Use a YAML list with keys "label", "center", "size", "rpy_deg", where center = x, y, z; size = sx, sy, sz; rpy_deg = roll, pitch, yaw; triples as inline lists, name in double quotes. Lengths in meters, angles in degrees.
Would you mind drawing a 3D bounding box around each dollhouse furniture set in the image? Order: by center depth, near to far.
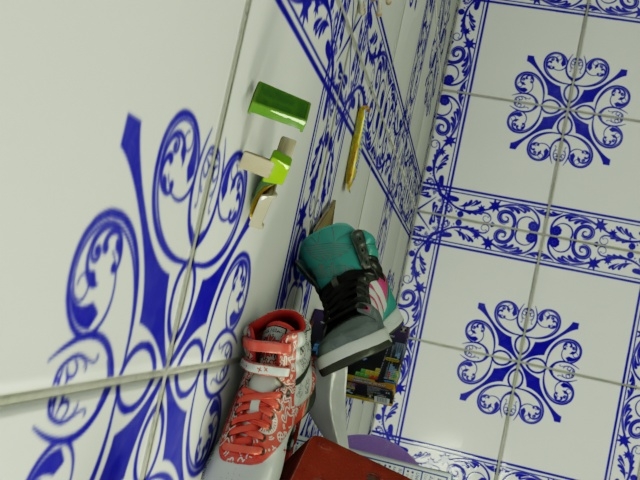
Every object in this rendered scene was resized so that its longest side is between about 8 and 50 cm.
- label: "dollhouse furniture set"
  center: [-0.063, -0.087, 0.843]
  size: [0.152, 0.058, 0.076]
  rpy_deg: [118, -12, -45]

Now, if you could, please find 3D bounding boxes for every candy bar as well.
- label: "candy bar"
  center: [0.064, -0.166, 1.441]
  size: [0.040, 0.018, 0.161]
  rpy_deg: [8, 94, -80]

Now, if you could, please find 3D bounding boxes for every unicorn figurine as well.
- label: "unicorn figurine"
  center: [0.089, -0.405, 1.241]
  size: [0.162, 0.060, 0.111]
  rpy_deg: [-91, -177, -51]

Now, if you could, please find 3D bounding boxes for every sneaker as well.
- label: "sneaker"
  center: [-0.074, 0.186, 0.914]
  size: [0.270, 0.090, 0.145]
  rpy_deg: [-56, 147, -57]
- label: "sneaker"
  center: [0.031, 0.068, 1.108]
  size: [0.178, 0.124, 0.295]
  rpy_deg: [64, 13, 0]

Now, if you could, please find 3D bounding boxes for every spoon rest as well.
- label: "spoon rest"
  center: [0.011, 0.283, 1.192]
  size: [0.137, 0.084, 0.276]
  rpy_deg: [26, 76, -78]

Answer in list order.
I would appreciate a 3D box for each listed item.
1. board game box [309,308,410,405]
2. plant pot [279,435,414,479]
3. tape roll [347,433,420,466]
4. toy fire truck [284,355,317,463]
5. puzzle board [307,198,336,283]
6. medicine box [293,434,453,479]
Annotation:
- label: "board game box"
  center: [0.053, 0.192, 1.341]
  size: [0.141, 0.170, 0.048]
  rpy_deg: [-69, 165, -45]
- label: "plant pot"
  center: [0.012, 0.397, 0.941]
  size: [0.267, 0.267, 0.236]
  rpy_deg: [-51, 165, -68]
- label: "tape roll"
  center: [0.075, 0.509, 1.510]
  size: [0.090, 0.275, 0.275]
  rpy_deg: [81, 23, -65]
- label: "toy fire truck"
  center: [-0.049, 0.279, 1.229]
  size: [0.135, 0.047, 0.192]
  rpy_deg: [-28, 128, -76]
- label: "puzzle board"
  center: [0.000, 0.000, 1.298]
  size: [0.128, 0.011, 0.096]
  rpy_deg: [-58, 158, -61]
- label: "medicine box"
  center: [0.060, 0.502, 1.377]
  size: [0.149, 0.289, 0.263]
  rpy_deg: [74, 30, -68]
